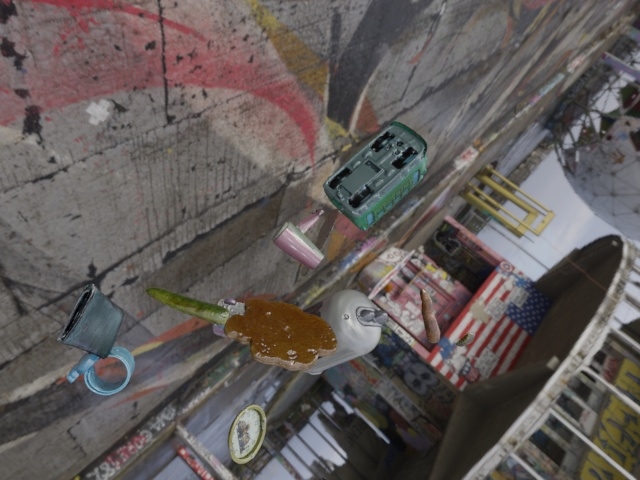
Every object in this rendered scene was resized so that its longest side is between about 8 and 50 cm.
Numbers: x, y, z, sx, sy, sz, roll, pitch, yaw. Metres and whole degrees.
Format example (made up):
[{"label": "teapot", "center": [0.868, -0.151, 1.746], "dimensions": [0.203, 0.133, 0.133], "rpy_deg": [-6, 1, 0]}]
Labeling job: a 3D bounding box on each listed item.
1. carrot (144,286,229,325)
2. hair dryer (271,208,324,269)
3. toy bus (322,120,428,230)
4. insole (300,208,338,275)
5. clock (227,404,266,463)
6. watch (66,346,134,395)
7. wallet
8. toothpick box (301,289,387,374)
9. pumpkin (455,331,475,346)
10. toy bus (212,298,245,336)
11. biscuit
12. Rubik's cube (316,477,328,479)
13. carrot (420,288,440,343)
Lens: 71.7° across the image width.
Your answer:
[{"label": "carrot", "center": [-0.532, 0.252, 1.755], "dimensions": [0.074, 0.358, 0.074], "rpy_deg": [19, 90, -87]}, {"label": "hair dryer", "center": [-0.025, -0.021, 0.923], "dimensions": [0.054, 0.106, 0.154], "rpy_deg": [-46, -169, 45]}, {"label": "toy bus", "center": [0.192, -0.200, 1.469], "dimensions": [0.343, 0.183, 0.199], "rpy_deg": [-41, 151, -5]}, {"label": "insole", "center": [0.000, 0.000, 1.828], "dimensions": [0.119, 0.009, 0.349], "rpy_deg": [-27, -147, 57]}, {"label": "clock", "center": [-0.317, 0.806, 1.858], "dimensions": [0.237, 0.057, 0.237], "rpy_deg": [0, 90, -58]}, {"label": "watch", "center": [-0.835, 0.500, 1.716], "dimensions": [0.211, 0.193, 0.211], "rpy_deg": [-44, -165, 15]}, {"label": "wallet", "center": [-0.743, 0.280, 1.476], "dimensions": [0.379, 0.046, 0.191], "rpy_deg": [113, -6, -67]}, {"label": "toothpick box", "center": [0.059, 0.277, 1.378], "dimensions": [0.316, 0.229, 0.229], "rpy_deg": [-33, 178, 40]}, {"label": "pumpkin", "center": [0.524, 0.360, 1.587], "dimensions": [0.083, 0.028, 0.050], "rpy_deg": [-41, 144, 19]}, {"label": "toy bus", "center": [-0.352, 0.347, 1.917], "dimensions": [0.142, 0.202, 0.142], "rpy_deg": [98, 3, -49]}, {"label": "biscuit", "center": [-0.093, 0.228, 1.064], "dimensions": [0.290, 0.208, 0.041], "rpy_deg": [12, 120, -25]}, {"label": "Rubik's cube", "center": [0.041, 0.934, 1.341], "dimensions": [0.250, 0.248, 0.246], "rpy_deg": [-61, -170, 12]}, {"label": "carrot", "center": [0.265, 0.185, 1.087], "dimensions": [0.035, 0.035, 0.165], "rpy_deg": [-37, 118, -38]}]
